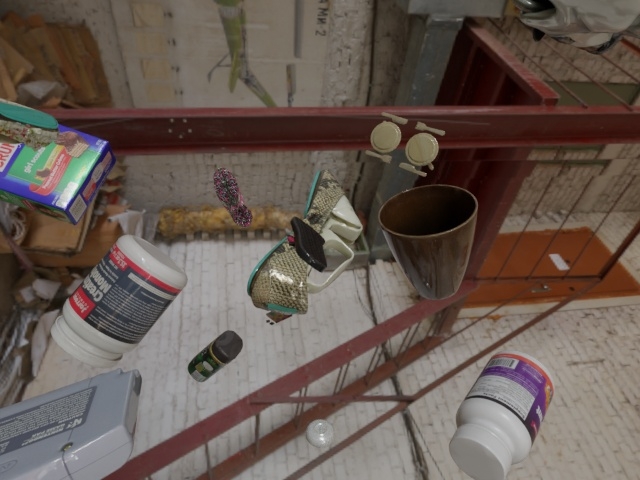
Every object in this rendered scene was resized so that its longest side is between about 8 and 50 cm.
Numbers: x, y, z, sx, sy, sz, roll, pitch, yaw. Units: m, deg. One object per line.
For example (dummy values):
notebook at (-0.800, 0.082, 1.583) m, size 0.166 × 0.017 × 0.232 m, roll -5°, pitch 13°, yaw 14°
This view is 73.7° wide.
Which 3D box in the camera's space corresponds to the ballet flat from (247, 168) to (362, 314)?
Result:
ballet flat at (0.000, 0.000, 1.035) m, size 0.482 × 0.182 × 0.164 m, roll -62°, pitch 166°, yaw -46°

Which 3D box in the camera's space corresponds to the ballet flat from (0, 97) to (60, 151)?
ballet flat at (-0.568, -0.207, 0.712) m, size 0.077 × 0.241 × 0.091 m, roll -42°, pitch -120°, yaw 19°

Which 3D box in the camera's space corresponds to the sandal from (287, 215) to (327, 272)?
sandal at (-0.026, 0.009, 0.656) m, size 0.040 × 0.067 × 0.179 m, roll -51°, pitch -165°, yaw 14°

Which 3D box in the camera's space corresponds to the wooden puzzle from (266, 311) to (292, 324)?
wooden puzzle at (-0.105, 0.189, 1.085) m, size 0.049 × 0.083 × 0.006 m, roll 51°, pitch 18°, yaw -44°

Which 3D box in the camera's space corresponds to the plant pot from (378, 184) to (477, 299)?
plant pot at (0.262, 0.022, 1.007) m, size 0.215 × 0.216 × 0.230 m, roll -110°, pitch -177°, yaw -58°

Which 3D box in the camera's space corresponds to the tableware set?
tableware set at (0.229, -0.262, 1.163) m, size 0.039 × 0.194 × 0.128 m, roll 6°, pitch 109°, yaw -64°

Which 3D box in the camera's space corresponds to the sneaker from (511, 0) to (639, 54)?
sneaker at (0.295, -0.289, 0.484) m, size 0.330 × 0.146 × 0.122 m, roll -42°, pitch 146°, yaw -62°

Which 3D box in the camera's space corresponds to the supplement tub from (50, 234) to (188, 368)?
supplement tub at (-0.469, 0.140, 1.011) m, size 0.272 × 0.191 × 0.191 m, roll -52°, pitch -171°, yaw -6°

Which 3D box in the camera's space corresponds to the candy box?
candy box at (-0.846, -0.227, 1.298) m, size 0.122 × 0.317 × 0.268 m, roll 116°, pitch -8°, yaw -63°

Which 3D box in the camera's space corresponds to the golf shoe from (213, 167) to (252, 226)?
golf shoe at (-0.260, -0.121, 1.247) m, size 0.186 × 0.068 × 0.086 m, roll 66°, pitch -13°, yaw -4°

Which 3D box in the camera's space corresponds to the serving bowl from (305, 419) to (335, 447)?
serving bowl at (0.001, 0.532, 1.188) m, size 0.083 × 0.083 × 0.027 m, roll -110°, pitch -160°, yaw -58°

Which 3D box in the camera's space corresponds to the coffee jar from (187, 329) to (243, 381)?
coffee jar at (-0.310, 0.341, 1.262) m, size 0.184 × 0.079 × 0.096 m, roll -40°, pitch -175°, yaw 32°

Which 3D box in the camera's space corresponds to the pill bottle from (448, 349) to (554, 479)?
pill bottle at (0.274, 0.264, 0.650) m, size 0.108 × 0.193 × 0.108 m, roll 23°, pitch -51°, yaw 33°

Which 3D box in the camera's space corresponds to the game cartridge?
game cartridge at (-0.371, 0.257, 0.505) m, size 0.198 × 0.297 × 0.062 m, roll -146°, pitch -139°, yaw -66°
